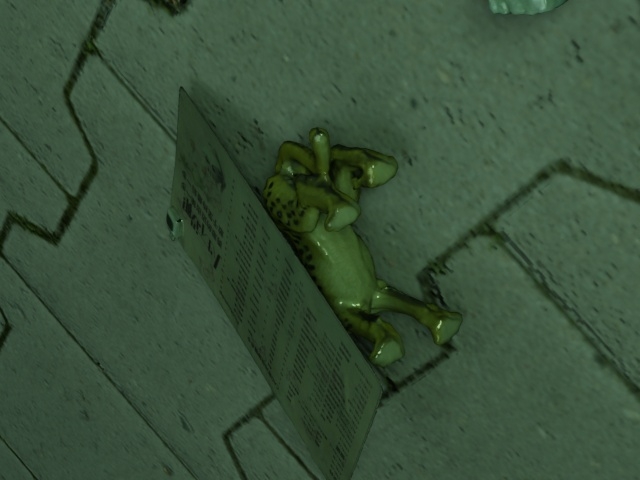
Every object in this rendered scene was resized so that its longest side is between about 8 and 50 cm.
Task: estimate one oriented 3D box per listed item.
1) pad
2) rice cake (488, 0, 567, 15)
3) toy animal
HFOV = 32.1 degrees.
[{"bbox_3d":[-0.043,0.036,0.751,0.265,0.009,0.159,55,152,28],"label":"pad"},{"bbox_3d":[0.062,-0.216,0.476,0.042,0.045,0.245,2,123,49],"label":"rice cake"},{"bbox_3d":[0.000,0.000,0.708,0.136,0.073,0.181,15,135,52],"label":"toy animal"}]
